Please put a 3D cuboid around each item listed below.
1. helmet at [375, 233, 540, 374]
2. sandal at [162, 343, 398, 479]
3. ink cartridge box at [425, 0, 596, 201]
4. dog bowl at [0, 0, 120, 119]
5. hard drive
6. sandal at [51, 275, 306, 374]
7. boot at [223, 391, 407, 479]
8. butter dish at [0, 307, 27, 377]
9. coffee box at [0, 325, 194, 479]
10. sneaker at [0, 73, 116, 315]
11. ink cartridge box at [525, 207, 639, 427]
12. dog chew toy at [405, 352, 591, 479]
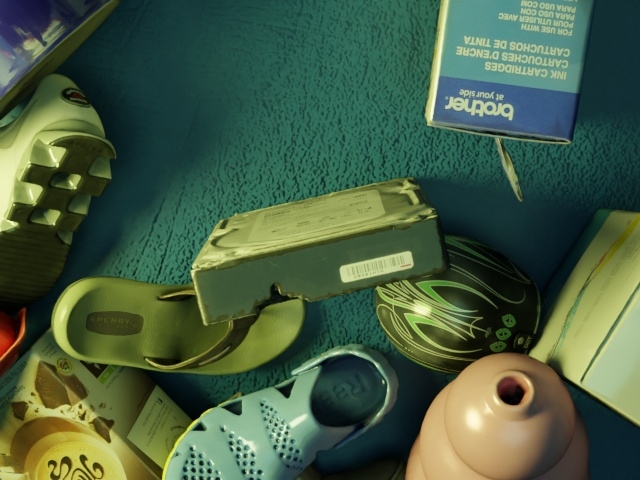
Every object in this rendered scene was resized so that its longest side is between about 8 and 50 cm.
[{"bbox_3d":[0.144,0.070,1.424,0.161,0.169,0.169,19,100,-21],"label":"helmet"},{"bbox_3d":[-0.034,0.199,1.385,0.317,0.138,0.126,-34,88,-27],"label":"sandal"},{"bbox_3d":[0.195,-0.246,1.305,0.151,0.270,0.395,10,100,3],"label":"ink cartridge box"},{"bbox_3d":[-0.330,-0.204,1.313,0.265,0.265,0.104,-43,100,7],"label":"dog bowl"},{"bbox_3d":[0.000,0.000,1.313,0.237,0.339,0.064,-13,98,3],"label":"hard drive"},{"bbox_3d":[-0.144,0.098,1.408,0.302,0.086,0.120,-1,96,-34],"label":"sandal"},{"bbox_3d":[-0.028,0.255,1.500,0.189,0.076,0.208,-40,91,6],"label":"boot"},{"bbox_3d":[-0.402,0.115,1.374,0.118,0.160,0.160,43,88,-14],"label":"butter dish"},{"bbox_3d":[-0.243,0.243,1.442,0.297,0.119,0.168,46,118,-7],"label":"coffee box"},{"bbox_3d":[-0.337,-0.044,1.426,0.122,0.146,0.330,16,127,-39],"label":"sneaker"},{"bbox_3d":[0.363,0.099,1.353,0.198,0.270,0.197,33,90,-5],"label":"ink cartridge box"},{"bbox_3d":[0.193,0.228,1.360,0.206,0.332,0.207,-2,59,3],"label":"dog chew toy"}]
